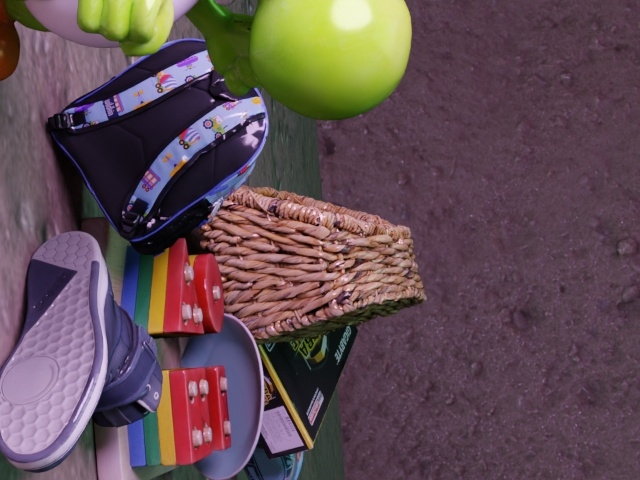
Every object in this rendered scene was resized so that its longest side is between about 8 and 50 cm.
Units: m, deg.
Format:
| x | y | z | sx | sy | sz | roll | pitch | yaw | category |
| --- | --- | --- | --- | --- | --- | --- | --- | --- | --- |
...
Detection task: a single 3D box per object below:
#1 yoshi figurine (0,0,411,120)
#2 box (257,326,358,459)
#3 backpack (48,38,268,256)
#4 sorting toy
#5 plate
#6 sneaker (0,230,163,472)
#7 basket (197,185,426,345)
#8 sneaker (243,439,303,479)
| x | y | z | sx | sy | sz | roll | pitch | yaw | category |
| --- | --- | --- | --- | --- | --- | --- | --- | --- | --- |
| -0.091 | -0.152 | 0.751 | 0.203 | 0.362 | 0.204 | 79 | 8 | -45 | yoshi figurine |
| -0.059 | 0.110 | 1.582 | 0.257 | 0.079 | 0.322 | 62 | 22 | -15 | box |
| -0.133 | -0.089 | 1.020 | 0.158 | 0.173 | 0.117 | 53 | -4 | 15 | backpack |
| -0.156 | 0.112 | 1.160 | 0.257 | 0.089 | 0.256 | 37 | 47 | -81 | sorting toy |
| -0.109 | 0.177 | 1.273 | 0.188 | 0.024 | 0.188 | -12 | -106 | 52 | plate |
| -0.185 | 0.124 | 0.897 | 0.226 | 0.086 | 0.163 | -90 | 169 | -49 | sneaker |
| 0.000 | 0.000 | 1.422 | 0.299 | 0.213 | 0.223 | 6 | 66 | -67 | basket |
| -0.101 | 0.242 | 1.615 | 0.125 | 0.104 | 0.262 | 24 | 52 | -70 | sneaker |
